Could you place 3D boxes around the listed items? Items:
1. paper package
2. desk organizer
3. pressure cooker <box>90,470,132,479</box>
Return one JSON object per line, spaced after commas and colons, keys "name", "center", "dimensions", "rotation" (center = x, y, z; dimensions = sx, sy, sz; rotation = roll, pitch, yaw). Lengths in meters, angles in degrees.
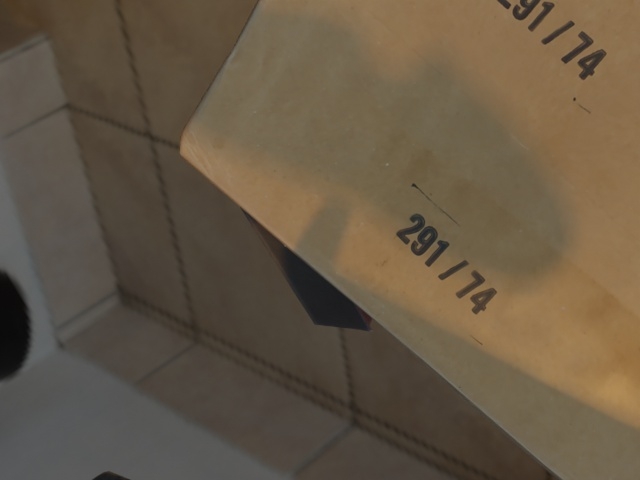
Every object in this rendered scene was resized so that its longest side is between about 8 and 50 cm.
{"name": "paper package", "center": [0.135, -0.075, 0.743], "dimensions": [0.325, 0.168, 0.309], "rotation": [39, 115, 12]}
{"name": "desk organizer", "center": [0.000, 0.000, 0.931], "dimensions": [0.047, 0.050, 0.130], "rotation": [5, 143, 33]}
{"name": "pressure cooker", "center": [-0.097, 0.338, 0.702], "dimensions": [0.420, 0.369, 0.375], "rotation": [22, 162, 14]}
